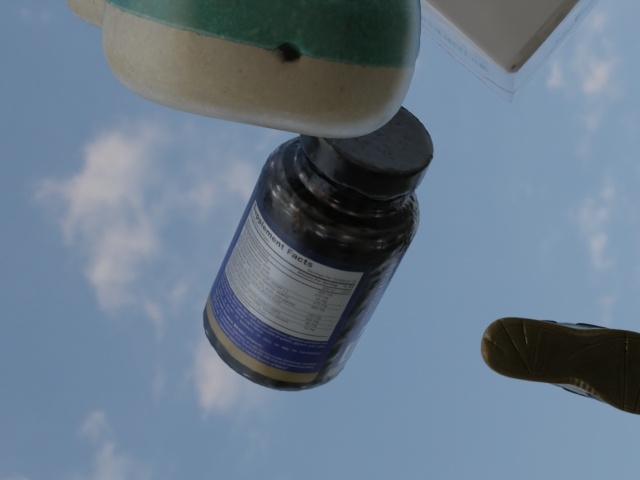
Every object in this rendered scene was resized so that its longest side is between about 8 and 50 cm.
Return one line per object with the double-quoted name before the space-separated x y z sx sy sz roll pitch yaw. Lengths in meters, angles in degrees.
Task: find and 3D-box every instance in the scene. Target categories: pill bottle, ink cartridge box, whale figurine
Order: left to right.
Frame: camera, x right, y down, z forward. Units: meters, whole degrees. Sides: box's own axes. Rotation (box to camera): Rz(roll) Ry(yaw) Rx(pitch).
"whale figurine" -0.039 -0.153 0.844 0.216 0.272 0.141 9 -74 -14
"pill bottle" 0.000 0.000 1.071 0.123 0.123 0.219 -12 -39 -39
"ink cartridge box" 0.127 -0.291 1.380 0.285 0.395 0.166 42 -84 4

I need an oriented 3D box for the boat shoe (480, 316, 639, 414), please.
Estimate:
"boat shoe" 0.269 0.117 1.429 0.073 0.223 0.080 -47 -32 -82
